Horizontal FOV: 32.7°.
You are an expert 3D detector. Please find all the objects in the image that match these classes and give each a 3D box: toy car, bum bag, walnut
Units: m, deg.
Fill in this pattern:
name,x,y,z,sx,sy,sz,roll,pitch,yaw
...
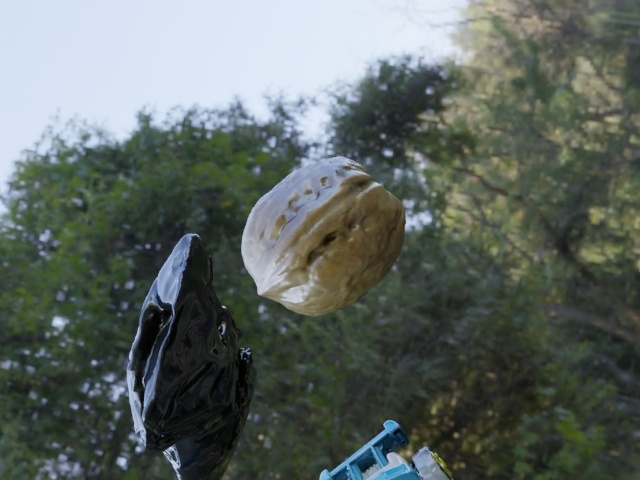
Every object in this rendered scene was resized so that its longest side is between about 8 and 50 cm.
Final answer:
name,x,y,z,sx,sy,sz,roll,pitch,yaw
toy car,0.087,0.267,1.085,0.126,0.098,0.161,-39,-58,5
bum bag,-0.093,0.118,0.849,0.310,0.074,0.137,78,-152,-61
walnut,0.000,0.000,1.182,0.184,0.155,0.155,-38,-39,-22
